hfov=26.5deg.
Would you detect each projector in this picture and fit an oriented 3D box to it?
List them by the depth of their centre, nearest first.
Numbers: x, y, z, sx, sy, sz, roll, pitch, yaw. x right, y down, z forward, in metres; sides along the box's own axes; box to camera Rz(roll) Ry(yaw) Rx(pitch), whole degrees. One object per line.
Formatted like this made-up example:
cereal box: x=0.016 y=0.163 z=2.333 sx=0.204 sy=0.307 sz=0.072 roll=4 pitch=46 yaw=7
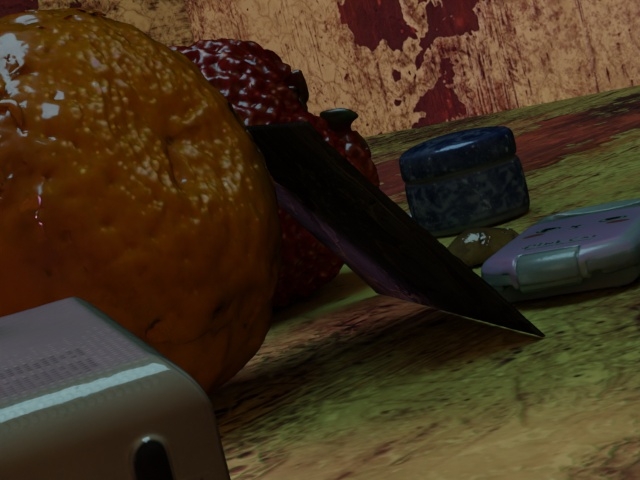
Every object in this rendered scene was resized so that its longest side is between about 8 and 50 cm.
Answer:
projector: x=-0.149 y=0.124 z=0.615 sx=0.177 sy=0.163 sz=0.242 roll=-16 pitch=10 yaw=-20

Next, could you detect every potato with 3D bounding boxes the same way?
potato: x=0.168 y=0.003 z=1.377 sx=0.093 sy=0.036 sz=0.037 roll=-15 pitch=4 yaw=-10

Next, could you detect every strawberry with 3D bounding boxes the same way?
strawberry: x=-0.122 y=-0.043 z=1.420 sx=0.351 sy=0.312 sz=0.267 roll=-45 pitch=6 yaw=-40

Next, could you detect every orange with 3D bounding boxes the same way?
orange: x=-0.203 y=-0.001 z=1.043 sx=0.293 sy=0.340 sz=0.340 roll=-37 pitch=-6 yaw=32

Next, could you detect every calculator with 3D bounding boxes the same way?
calculator: x=0.234 y=0.006 z=1.204 sx=0.141 sy=0.045 sz=0.246 roll=-10 pitch=8 yaw=28

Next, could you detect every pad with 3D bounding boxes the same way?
pad: x=0.025 y=-0.014 z=1.150 sx=0.007 sy=0.247 sz=0.367 roll=-51 pitch=16 yaw=-8

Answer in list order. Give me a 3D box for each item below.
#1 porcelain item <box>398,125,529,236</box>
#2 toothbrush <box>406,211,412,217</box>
porcelain item: x=0.175 y=-0.076 z=1.656 sx=0.147 sy=0.114 sz=0.147 roll=-14 pitch=7 yaw=2
toothbrush: x=-0.001 y=-0.005 z=1.750 sx=0.418 sy=0.040 sz=0.042 roll=-16 pitch=6 yaw=-13
